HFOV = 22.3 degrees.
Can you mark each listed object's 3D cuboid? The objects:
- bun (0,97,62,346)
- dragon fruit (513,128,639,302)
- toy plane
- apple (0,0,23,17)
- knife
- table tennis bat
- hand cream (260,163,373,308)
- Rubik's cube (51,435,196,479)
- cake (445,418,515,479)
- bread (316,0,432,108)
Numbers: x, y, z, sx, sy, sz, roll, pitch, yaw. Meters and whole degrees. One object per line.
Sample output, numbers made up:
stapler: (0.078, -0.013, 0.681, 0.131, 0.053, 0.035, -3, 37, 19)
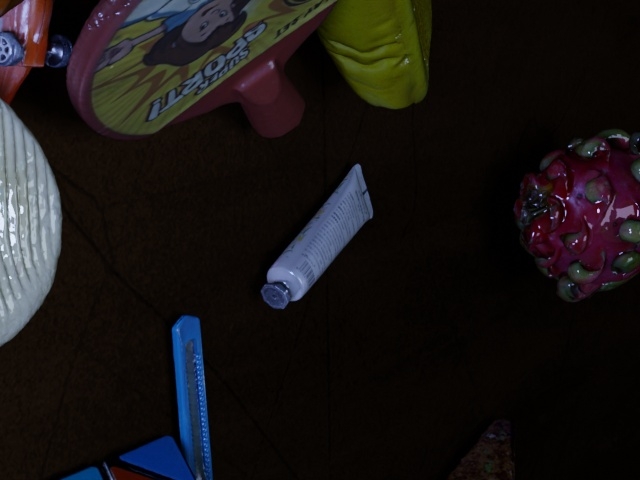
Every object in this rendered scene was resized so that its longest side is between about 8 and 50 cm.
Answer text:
bun: (-0.288, -0.017, 1.137, 0.222, 0.127, 0.222, 16, 69, -52)
dragon fruit: (0.339, -0.028, 2.006, 0.273, 0.198, 0.218, 67, 29, -75)
toy plane: (-0.242, -0.124, 1.210, 0.126, 0.077, 0.194, 29, 80, -58)
apple: (-0.258, -0.239, 1.026, 0.234, 0.234, 0.234, -21, 117, -52)
knife: (-0.119, 0.209, 1.528, 0.044, 0.026, 0.296, -20, 117, -39)
table tennis bat: (-0.072, -0.165, 1.330, 0.268, 0.051, 0.414, -36, 165, -1)
hand cream: (0.000, 0.000, 1.633, 0.194, 0.042, 0.067, -50, 129, -43)
Rubik's cube: (-0.115, 0.283, 1.371, 0.250, 0.234, 0.284, -48, 135, -38)
cake: (0.173, 0.325, 1.976, 0.246, 0.135, 0.112, -84, 174, -50)
bread: (0.026, -0.277, 1.497, 0.383, 0.112, 0.166, 66, 25, -55)
